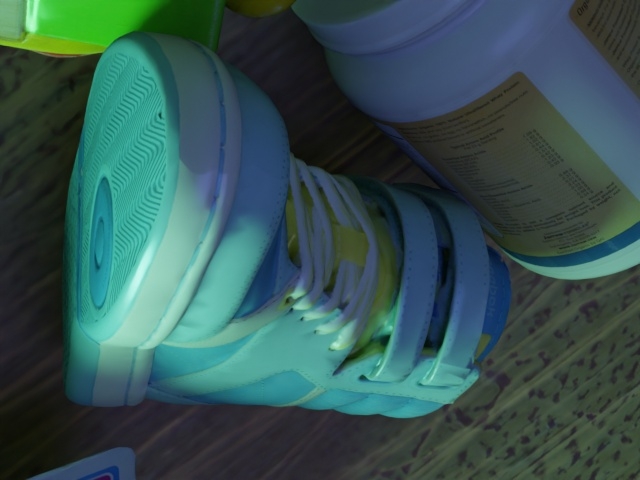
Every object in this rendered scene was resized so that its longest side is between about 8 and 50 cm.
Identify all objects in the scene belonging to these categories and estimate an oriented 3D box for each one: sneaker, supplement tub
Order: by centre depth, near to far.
[{"bbox_3d":[0.000,0.000,0.801,0.208,0.319,0.127,3,77,-11],"label":"sneaker"},{"bbox_3d":[0.092,-0.089,0.883,0.144,0.144,0.200,-45,125,4],"label":"supplement tub"}]

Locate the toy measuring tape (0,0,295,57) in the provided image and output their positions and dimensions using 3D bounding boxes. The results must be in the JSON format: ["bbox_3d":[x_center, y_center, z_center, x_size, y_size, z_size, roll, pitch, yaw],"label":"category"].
[{"bbox_3d":[-0.167,-0.147,0.780,0.330,0.121,0.121,9,114,-4],"label":"toy measuring tape"}]

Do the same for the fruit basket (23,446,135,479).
[{"bbox_3d":[-0.236,0.275,0.927,0.327,0.165,0.353,-12,124,-18],"label":"fruit basket"}]
